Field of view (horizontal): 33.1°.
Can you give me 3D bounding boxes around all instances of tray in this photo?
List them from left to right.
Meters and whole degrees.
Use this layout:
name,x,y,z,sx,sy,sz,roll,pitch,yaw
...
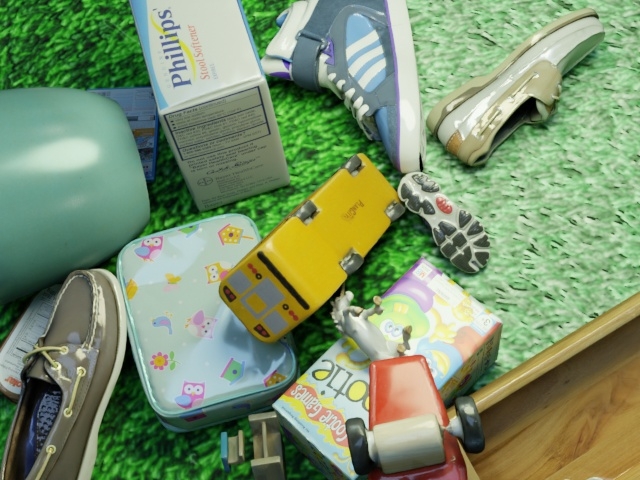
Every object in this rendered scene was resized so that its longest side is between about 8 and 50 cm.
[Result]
name,x,y,z,sx,sy,sz,roll,pitch,yaw
tray,0.361,0.213,1.356,0.410,0.076,0.203,-30,91,-8

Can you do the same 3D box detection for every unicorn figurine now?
name,x,y,z,sx,sy,sz,roll,pitch,yaw
unicorn figurine,0.058,0.107,1.302,0.060,0.111,0.162,-23,74,-24

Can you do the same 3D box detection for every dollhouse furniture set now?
name,x,y,z,sx,sy,sz,roll,pitch,yaw
dollhouse furniture set,-0.105,0.336,1.362,0.129,0.129,0.184,-8,40,1

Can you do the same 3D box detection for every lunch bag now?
name,x,y,z,sx,sy,sz,roll,pitch,yaw
lunch bag,-0.159,0.109,1.466,0.224,0.108,0.279,-17,64,-2

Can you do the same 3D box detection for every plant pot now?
name,x,y,z,sx,sy,sz,roll,pitch,yaw
plant pot,-0.372,-0.080,1.486,0.235,0.293,0.293,-16,64,-17

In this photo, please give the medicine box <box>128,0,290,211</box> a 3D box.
name,x,y,z,sx,sy,sz,roll,pitch,yaw
medicine box,-0.160,-0.231,1.525,0.149,0.289,0.264,-17,65,-3

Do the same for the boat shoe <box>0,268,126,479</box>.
name,x,y,z,sx,sy,sz,roll,pitch,yaw
boat shoe,-0.339,0.188,1.402,0.116,0.096,0.325,5,79,36

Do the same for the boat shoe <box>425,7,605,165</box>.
name,x,y,z,sx,sy,sz,roll,pitch,yaw
boat shoe,0.306,-0.220,1.589,0.302,0.113,0.103,-36,68,-1

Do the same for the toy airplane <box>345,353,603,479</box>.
name,x,y,z,sx,sy,sz,roll,pitch,yaw
toy airplane,0.131,0.369,1.168,0.386,0.272,0.384,33,82,11

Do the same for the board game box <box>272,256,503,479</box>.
name,x,y,z,sx,sy,sz,roll,pitch,yaw
board game box,0.090,0.182,1.390,0.142,0.144,0.275,40,73,22

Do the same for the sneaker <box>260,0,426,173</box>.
name,x,y,z,sx,sy,sz,roll,pitch,yaw
sneaker,0.028,-0.231,1.607,0.236,0.130,0.323,-8,66,7

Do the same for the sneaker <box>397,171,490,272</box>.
name,x,y,z,sx,sy,sz,roll,pitch,yaw
sneaker,0.180,-0.030,1.531,0.068,0.071,0.170,-39,82,6

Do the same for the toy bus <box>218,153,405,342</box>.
name,x,y,z,sx,sy,sz,roll,pitch,yaw
toy bus,0.000,0.000,1.434,0.108,0.130,0.333,48,32,-3

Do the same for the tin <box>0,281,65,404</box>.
name,x,y,z,sx,sy,sz,roll,pitch,yaw
tin,-0.384,0.141,1.510,0.106,0.040,0.190,20,68,18

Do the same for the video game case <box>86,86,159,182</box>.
name,x,y,z,sx,sy,sz,roll,pitch,yaw
video game case,-0.308,-0.162,1.657,0.119,0.015,0.166,-2,64,3
